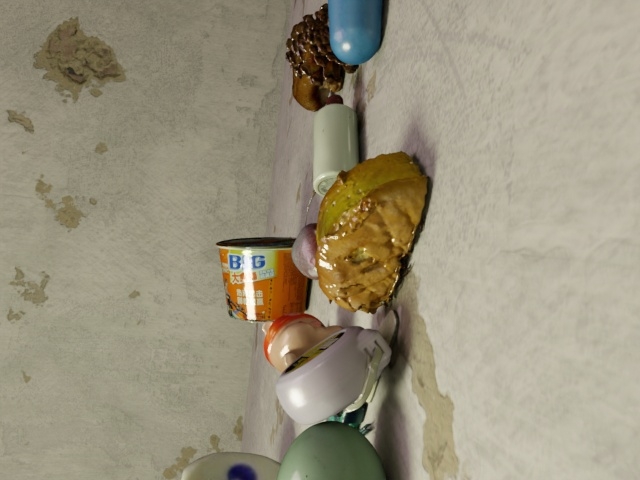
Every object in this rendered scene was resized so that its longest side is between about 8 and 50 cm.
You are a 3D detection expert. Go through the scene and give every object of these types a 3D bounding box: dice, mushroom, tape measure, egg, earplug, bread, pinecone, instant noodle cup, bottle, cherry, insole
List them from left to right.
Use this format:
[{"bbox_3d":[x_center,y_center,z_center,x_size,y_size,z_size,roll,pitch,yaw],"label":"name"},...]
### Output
[{"bbox_3d":[-0.216,0.744,1.379,0.304,0.303,0.277,-103,23,-60],"label":"dice"},{"bbox_3d":[-0.156,0.107,1.568,0.296,0.296,0.214,-156,66,-78],"label":"instant noodle cup"},{"bbox_3d":[-0.014,-0.468,1.477,0.231,0.138,0.194,110,163,-48],"label":"mushroom"},{"bbox_3d":[-0.002,0.003,1.236,0.148,0.115,0.188,-64,-6,-62],"label":"cherry"},{"bbox_3d":[0.008,-0.448,1.274,0.195,0.150,0.179,-2,67,38],"label":"pinecone"},{"bbox_3d":[0.016,0.382,0.789,0.168,0.167,0.231,119,155,-61],"label":"egg"},{"bbox_3d":[0.019,0.215,0.852,0.105,0.178,0.196,57,164,1],"label":"tape measure"},{"bbox_3d":[0.033,-0.218,1.198,0.104,0.104,0.245,117,156,-60],"label":"bottle"},{"bbox_3d":[0.073,-0.498,1.129,0.132,0.132,0.273,145,126,-75],"label":"earplug"},{"bbox_3d":[0.061,-0.011,0.857,0.160,0.147,0.261,-100,20,-47],"label":"bread"},{"bbox_3d":[0.096,0.192,0.899,0.063,0.010,0.192,-102,22,-57],"label":"insole"}]

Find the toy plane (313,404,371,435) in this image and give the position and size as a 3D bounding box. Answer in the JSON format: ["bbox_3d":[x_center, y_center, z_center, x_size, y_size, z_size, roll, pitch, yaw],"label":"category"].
[{"bbox_3d":[0.037,0.340,1.006,0.235,0.060,0.096,119,142,-53],"label":"toy plane"}]

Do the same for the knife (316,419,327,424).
[{"bbox_3d":[-0.006,0.433,1.198,0.081,0.043,0.336,129,148,-59],"label":"knife"}]

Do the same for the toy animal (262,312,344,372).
[{"bbox_3d":[-0.026,0.238,1.097,0.171,0.171,0.198,112,143,-52],"label":"toy animal"}]
